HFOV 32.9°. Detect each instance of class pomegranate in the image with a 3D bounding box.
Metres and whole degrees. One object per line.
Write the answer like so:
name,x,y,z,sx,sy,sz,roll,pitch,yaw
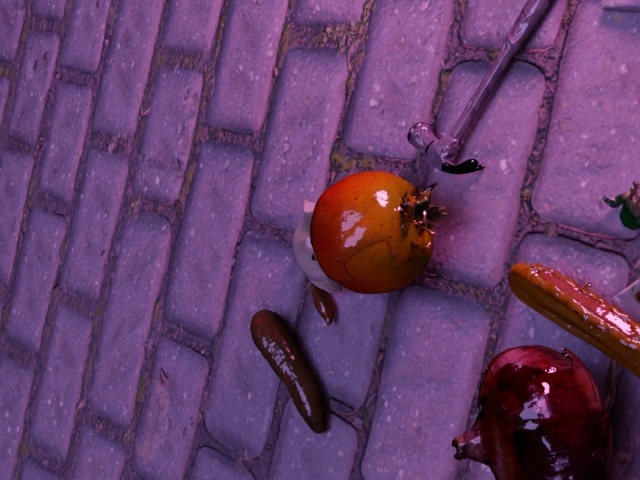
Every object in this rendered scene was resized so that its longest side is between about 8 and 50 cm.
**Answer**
pomegranate,0.093,-0.017,1.773,0.235,0.210,0.210,-27,64,41

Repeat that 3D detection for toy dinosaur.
toy dinosaur,0.451,-0.036,1.536,0.119,0.029,0.060,54,136,31

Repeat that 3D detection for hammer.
hammer,0.288,-0.297,1.738,0.152,0.044,0.427,45,114,40

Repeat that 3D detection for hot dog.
hot dog,0.380,0.111,1.542,0.286,0.061,0.087,40,153,41

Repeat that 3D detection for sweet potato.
sweet potato,-0.055,0.231,1.986,0.075,0.075,0.273,-52,54,27
sweet potato,0.004,0.112,1.968,0.034,0.034,0.095,-48,53,30

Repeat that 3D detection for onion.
onion,0.289,0.266,1.487,0.219,0.252,0.252,-17,63,-2

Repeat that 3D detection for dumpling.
dumpling,-0.001,-0.002,1.922,0.134,0.100,0.169,96,180,-69

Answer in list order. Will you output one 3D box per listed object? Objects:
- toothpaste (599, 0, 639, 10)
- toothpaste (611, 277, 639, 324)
toothpaste,0.490,-0.344,1.542,0.218,0.033,0.052,23,95,49
toothpaste,0.514,0.016,1.439,0.314,0.056,0.058,-50,14,34
